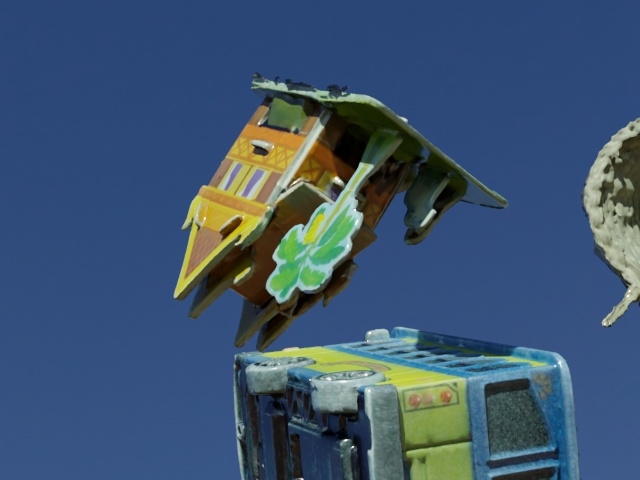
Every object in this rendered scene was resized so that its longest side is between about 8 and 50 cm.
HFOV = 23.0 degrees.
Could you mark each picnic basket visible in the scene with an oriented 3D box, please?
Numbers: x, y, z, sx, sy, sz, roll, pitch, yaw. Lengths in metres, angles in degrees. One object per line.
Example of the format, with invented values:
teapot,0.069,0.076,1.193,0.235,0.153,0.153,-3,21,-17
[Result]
picnic basket,0.128,-0.003,0.543,0.083,0.083,0.065,43,-62,4

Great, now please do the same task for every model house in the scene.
model house,0.000,0.000,1.845,0.242,0.357,0.313,33,-97,-29

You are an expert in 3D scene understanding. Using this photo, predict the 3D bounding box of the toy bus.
toy bus,0.055,0.160,1.236,0.190,0.152,0.312,-7,3,-21
